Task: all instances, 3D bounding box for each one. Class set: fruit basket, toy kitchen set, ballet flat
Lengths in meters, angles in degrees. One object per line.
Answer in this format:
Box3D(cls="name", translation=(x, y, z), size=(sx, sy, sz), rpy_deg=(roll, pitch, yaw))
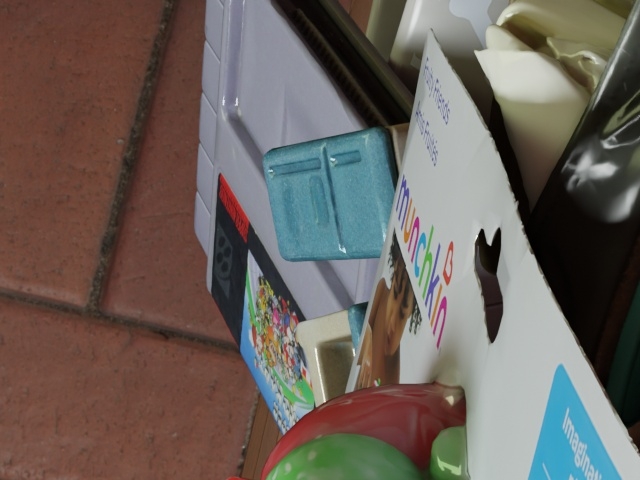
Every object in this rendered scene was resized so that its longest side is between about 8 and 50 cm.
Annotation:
Box3D(cls="fruit basket", translation=(0.002, 0.142, 0.503), size=(0.327, 0.166, 0.353), rpy_deg=(-99, 15, -67))
Box3D(cls="toy kitchen set", translation=(-0.019, 0.066, 0.700), size=(0.122, 0.166, 0.207), rpy_deg=(-6, 96, 65))
Box3D(cls="ballet flat", translation=(0.108, -0.071, 0.489), size=(0.095, 0.096, 0.280), rpy_deg=(-28, -34, -48))

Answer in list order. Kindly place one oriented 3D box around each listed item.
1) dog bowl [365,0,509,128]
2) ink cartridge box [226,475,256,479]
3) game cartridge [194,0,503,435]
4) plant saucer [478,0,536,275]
Box3D(cls="dog bowl", translation=(0.101, -0.184, 0.986), size=(0.349, 0.102, 0.348), rpy_deg=(-167, 90, -86))
Box3D(cls="ink cartridge box", translation=(-0.032, 0.255, 0.973), size=(0.078, 0.134, 0.231), rpy_deg=(49, -129, -69))
Box3D(cls="game cartridge", translation=(0.000, 0.000, 0.927), size=(0.355, 0.068, 0.230), rpy_deg=(-122, 35, -51))
Box3D(cls="plant saucer", translation=(0.111, -0.119, 0.660), size=(0.278, 0.041, 0.277), rpy_deg=(12, -90, -79))
